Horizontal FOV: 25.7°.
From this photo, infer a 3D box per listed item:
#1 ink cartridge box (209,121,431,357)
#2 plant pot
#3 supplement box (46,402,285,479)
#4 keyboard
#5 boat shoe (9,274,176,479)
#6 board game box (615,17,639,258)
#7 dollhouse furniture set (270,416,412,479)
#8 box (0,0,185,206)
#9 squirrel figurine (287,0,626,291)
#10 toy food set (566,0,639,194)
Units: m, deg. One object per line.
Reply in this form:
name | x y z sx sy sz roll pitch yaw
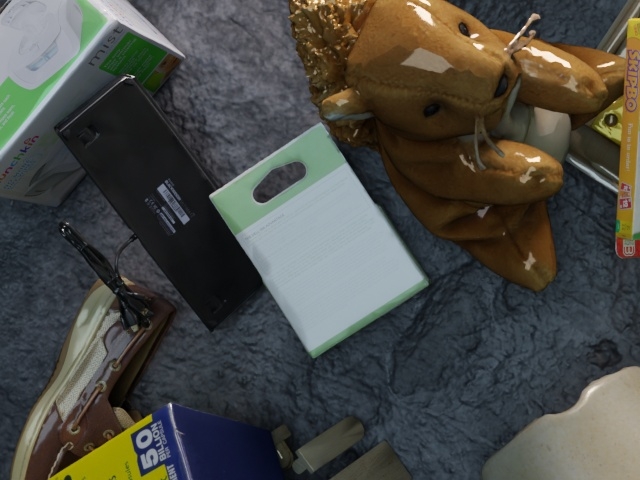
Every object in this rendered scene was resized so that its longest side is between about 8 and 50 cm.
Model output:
ink cartridge box | 0.000 0.000 1.695 0.171 0.056 0.235 -33 87 9
plant pot | 0.343 0.318 1.517 0.334 0.334 0.305 -37 72 9
supplement box | -0.220 0.365 1.608 0.357 0.195 0.194 -34 57 23
keyboard | -0.208 -0.019 1.667 0.201 0.033 0.317 -43 112 -20
boat shoe | -0.276 0.216 1.731 0.123 0.123 0.342 23 87 13
board game box | 0.383 -0.109 1.531 0.124 0.039 0.259 -2 101 -28
dollhouse furniture set | -0.007 0.286 1.718 0.144 0.123 0.151 55 134 8
box | -0.324 -0.184 1.686 0.127 0.231 0.262 43 96 12
squirrel figurine | 0.099 -0.166 1.504 0.397 0.370 0.281 30 94 30
toy food set | 0.417 -0.184 1.604 0.220 0.092 0.306 34 95 10
